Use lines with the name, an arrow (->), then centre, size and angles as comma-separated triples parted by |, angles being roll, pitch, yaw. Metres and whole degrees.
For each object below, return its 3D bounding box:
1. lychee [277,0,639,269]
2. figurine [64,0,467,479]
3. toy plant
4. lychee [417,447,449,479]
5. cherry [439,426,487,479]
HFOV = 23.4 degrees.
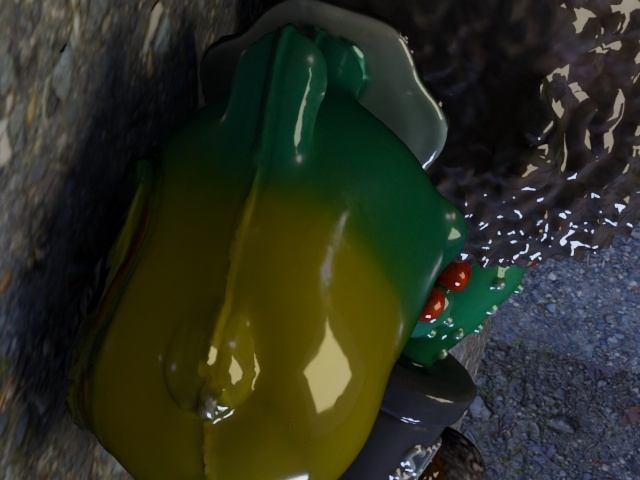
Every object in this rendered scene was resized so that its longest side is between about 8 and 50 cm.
lychee -> 0.149, -0.175, 1.261 | 0.432, 0.380, 0.380 | -88, -177, -56
figurine -> -0.029, 0.022, 0.986 | 0.323, 0.231, 0.340 | 89, 13, -47
toy plant -> 0.093, 0.093, 1.547 | 0.279, 0.185, 0.400 | 10, 115, -49
lychee -> 0.054, 0.288, 1.786 | 0.238, 0.200, 0.200 | -90, -171, -73
cherry -> 0.127, 0.382, 2.178 | 0.296, 0.218, 0.255 | -27, 129, -61
